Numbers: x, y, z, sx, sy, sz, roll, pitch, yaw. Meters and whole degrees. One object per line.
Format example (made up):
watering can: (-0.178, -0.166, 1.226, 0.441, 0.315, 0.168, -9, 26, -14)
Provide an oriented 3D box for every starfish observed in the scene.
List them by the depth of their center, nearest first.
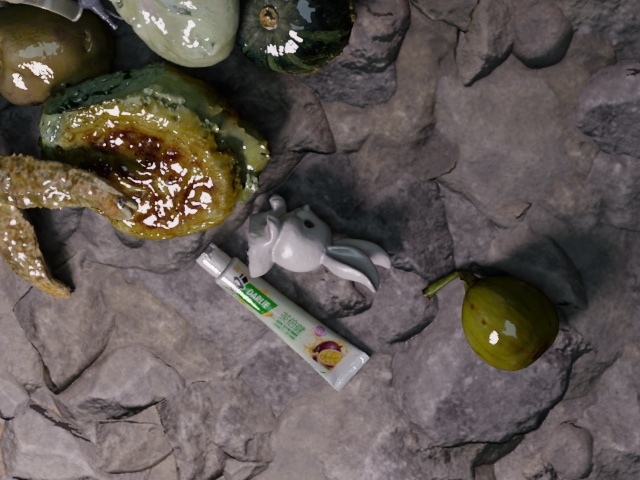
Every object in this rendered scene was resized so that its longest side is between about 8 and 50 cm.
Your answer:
starfish: (-0.489, -0.042, 1.902, 0.432, 0.082, 0.324, 23, 134, 6)

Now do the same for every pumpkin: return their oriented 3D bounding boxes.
pumpkin: (-0.042, -0.326, 1.767, 0.190, 0.146, 0.190, 19, 120, 37)

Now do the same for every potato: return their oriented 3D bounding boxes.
potato: (-0.409, -0.284, 1.847, 0.200, 0.137, 0.155, -2, 138, 9)

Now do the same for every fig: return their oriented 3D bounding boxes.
fig: (0.273, 0.108, 1.876, 0.142, 0.186, 0.148, 3, 139, -36)

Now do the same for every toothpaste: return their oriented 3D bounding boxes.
toothpaste: (-0.065, 0.116, 1.959, 0.314, 0.056, 0.058, 39, 148, -8)

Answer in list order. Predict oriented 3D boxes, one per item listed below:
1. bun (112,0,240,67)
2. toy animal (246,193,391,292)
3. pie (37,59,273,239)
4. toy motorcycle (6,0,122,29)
bun: (-0.216, -0.372, 1.707, 0.179, 0.283, 0.283, -8, 107, -14)
toy animal: (-0.003, 0.000, 1.883, 0.220, 0.104, 0.131, 3, 106, 7)
pie: (-0.256, -0.125, 1.848, 0.354, 0.103, 0.288, -11, 132, 15)
toy motorcycle: (-0.398, -0.361, 1.709, 0.157, 0.263, 0.091, 34, 109, 44)
